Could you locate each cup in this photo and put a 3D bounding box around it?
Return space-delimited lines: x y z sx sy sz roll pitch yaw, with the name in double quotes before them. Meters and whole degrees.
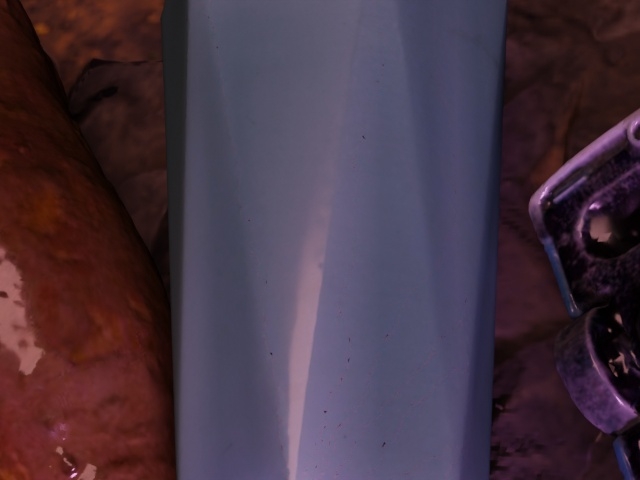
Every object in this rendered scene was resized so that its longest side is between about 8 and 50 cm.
"cup" 0.000 0.000 0.599 0.148 0.134 0.236 -7 62 18

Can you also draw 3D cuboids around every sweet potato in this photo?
"sweet potato" -0.119 0.032 0.619 0.131 0.131 0.337 -30 57 0

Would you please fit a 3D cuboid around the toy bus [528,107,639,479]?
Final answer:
"toy bus" 0.164 0.067 0.505 0.116 0.133 0.234 -37 51 33
